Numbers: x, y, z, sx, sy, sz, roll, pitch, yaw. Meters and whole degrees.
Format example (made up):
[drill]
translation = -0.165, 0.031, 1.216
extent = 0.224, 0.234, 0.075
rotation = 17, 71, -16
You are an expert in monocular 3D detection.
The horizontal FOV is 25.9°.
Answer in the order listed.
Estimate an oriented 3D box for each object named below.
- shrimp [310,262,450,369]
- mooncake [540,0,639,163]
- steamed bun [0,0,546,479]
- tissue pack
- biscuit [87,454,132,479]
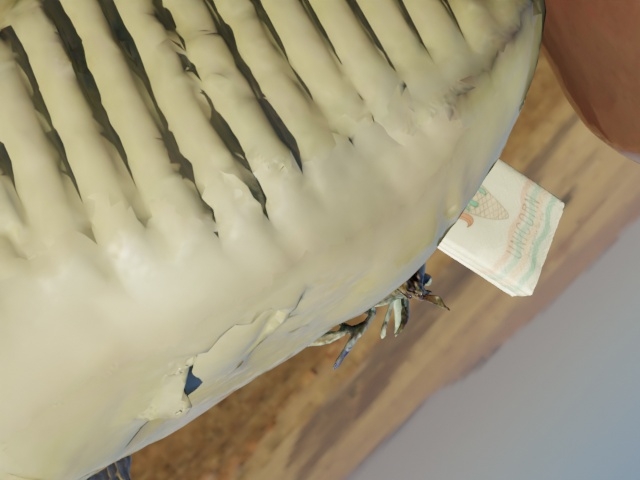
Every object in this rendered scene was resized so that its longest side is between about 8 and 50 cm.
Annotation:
[shrimp]
translation = 0.004, -0.002, 1.446
extent = 0.166, 0.221, 0.410
rotation = -47, -148, 12
[mooncake]
translation = 0.270, -0.157, 0.766
extent = 0.333, 0.174, 0.326
rotation = -19, -161, 42
[steamed bun]
translation = -0.104, -0.047, 0.526
extent = 0.324, 0.309, 0.219
rotation = -44, 162, -30
[tissue pack]
translation = 0.071, -0.020, 0.687
extent = 0.023, 0.108, 0.056
rotation = -9, -124, 58
[biscuit]
translation = -0.173, 0.135, 0.820
extent = 0.078, 0.426, 0.144
rotation = -11, 146, 18
